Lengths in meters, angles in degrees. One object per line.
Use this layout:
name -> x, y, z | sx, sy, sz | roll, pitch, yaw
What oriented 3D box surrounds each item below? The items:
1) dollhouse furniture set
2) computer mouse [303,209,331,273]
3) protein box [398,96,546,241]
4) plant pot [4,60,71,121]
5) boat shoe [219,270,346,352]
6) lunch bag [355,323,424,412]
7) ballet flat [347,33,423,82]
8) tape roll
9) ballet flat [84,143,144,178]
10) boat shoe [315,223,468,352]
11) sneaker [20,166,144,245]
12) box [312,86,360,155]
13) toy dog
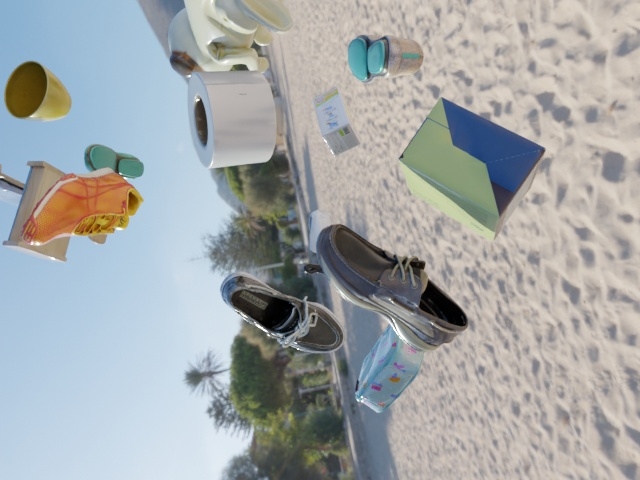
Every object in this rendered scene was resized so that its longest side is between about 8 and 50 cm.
dollhouse furniture set -> -0.737, -0.056, 1.145 | 0.286, 0.303, 0.198 | 50, -135, -67
computer mouse -> 0.000, 0.000, 1.334 | 0.042, 0.105, 0.193 | 119, 149, -75
protein box -> 0.274, -0.123, 0.859 | 0.199, 0.136, 0.201 | 35, 180, 21
plant pot -> -0.643, -0.333, 1.081 | 0.095, 0.134, 0.134 | 15, -118, -70
boat shoe -> -0.063, 0.161, 0.964 | 0.306, 0.113, 0.105 | 37, 177, -23
lunch bag -> 0.208, 0.368, 1.416 | 0.279, 0.107, 0.224 | -60, 4, 32
ballet flat -> 0.143, -0.400, 1.028 | 0.316, 0.106, 0.108 | -113, 19, -63
tape roll -> -0.239, -0.322, 1.234 | 0.246, 0.169, 0.246 | 33, 128, 55
ballet flat -> -0.572, -0.205, 1.239 | 0.247, 0.087, 0.083 | -4, -79, -81
boat shoe -> 0.147, 0.076, 0.881 | 0.355, 0.130, 0.132 | 38, -139, -23
sneaker -> -0.237, -0.034, 0.486 | 0.067, 0.064, 0.175 | 38, -160, -8
box -> 0.055, -0.417, 1.620 | 0.114, 0.103, 0.203 | 48, -156, -52
toy dog -> -0.297, -0.622, 1.319 | 0.407, 0.395, 0.285 | -28, 60, 54
